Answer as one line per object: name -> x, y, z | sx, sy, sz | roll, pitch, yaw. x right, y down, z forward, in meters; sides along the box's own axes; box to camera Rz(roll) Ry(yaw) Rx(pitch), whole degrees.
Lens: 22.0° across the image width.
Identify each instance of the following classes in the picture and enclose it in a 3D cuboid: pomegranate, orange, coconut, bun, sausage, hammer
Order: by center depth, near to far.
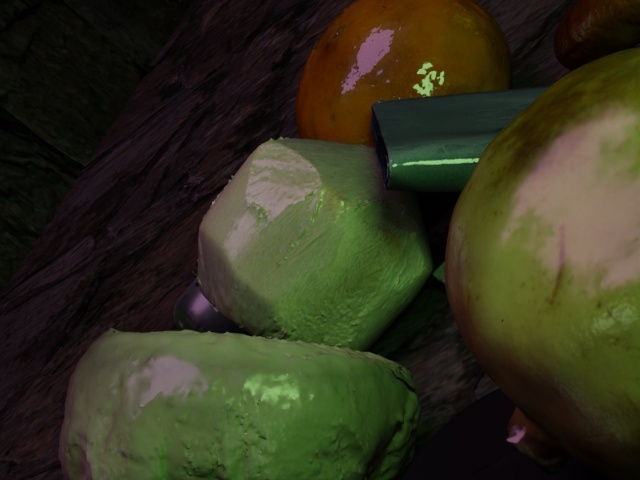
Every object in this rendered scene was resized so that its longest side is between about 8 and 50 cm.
pomegranate -> 0.249, 0.034, 1.120 | 0.332, 0.332, 0.332 | -42, 19, 18
bun -> -0.076, 0.197, 1.523 | 0.359, 0.359, 0.211 | -11, 71, 61
sausage -> 0.307, -0.233, 1.728 | 0.103, 0.076, 0.302 | -37, -1, -10
coconut -> 0.000, 0.000, 1.807 | 0.247, 0.245, 0.245 | -54, 18, 6
orange -> 0.098, -0.176, 1.979 | 0.284, 0.226, 0.284 | -42, 26, 25
hammer -> -0.117, 0.055, 2.199 | 0.206, 0.119, 0.335 | -48, 12, -7

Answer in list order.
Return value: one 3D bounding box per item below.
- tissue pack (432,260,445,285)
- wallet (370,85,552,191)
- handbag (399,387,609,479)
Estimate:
tissue pack -> 0.187, 0.017, 1.692 | 0.122, 0.026, 0.193 | -48, 18, 1
wallet -> 0.181, -0.107, 1.708 | 0.251, 0.054, 0.290 | -3, 17, 0
handbag -> 0.140, 0.231, 1.262 | 0.254, 0.093, 0.308 | -38, 21, 30
